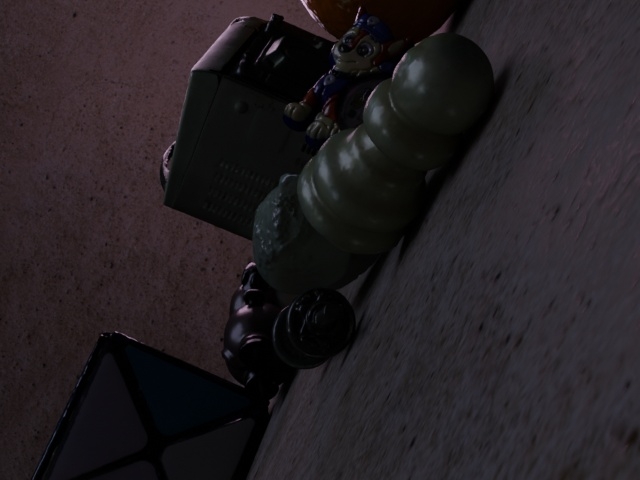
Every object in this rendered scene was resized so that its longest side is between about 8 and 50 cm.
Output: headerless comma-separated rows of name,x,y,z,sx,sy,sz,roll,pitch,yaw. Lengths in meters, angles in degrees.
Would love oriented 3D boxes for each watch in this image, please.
watch,0.063,-0.135,1.269,0.196,0.171,0.200,-54,-11,-15

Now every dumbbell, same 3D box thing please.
dumbbell,-0.010,0.101,1.185,0.254,0.081,0.082,127,167,-73

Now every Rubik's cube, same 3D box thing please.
Rubik's cube,-0.289,0.360,1.647,0.310,0.305,0.307,-67,5,-30

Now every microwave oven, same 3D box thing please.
microwave oven,-0.048,-0.179,1.614,0.394,0.333,0.247,-76,8,-66

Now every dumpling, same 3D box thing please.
dumpling,-0.011,0.008,1.197,0.108,0.152,0.219,-55,-15,-32

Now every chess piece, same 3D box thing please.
chess piece,0.081,-0.104,1.019,0.243,0.133,0.133,-54,10,46

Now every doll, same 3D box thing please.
doll,-0.093,0.147,1.635,0.257,0.117,0.182,-78,-15,-71

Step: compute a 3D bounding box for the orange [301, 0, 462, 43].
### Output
orange,0.112,-0.517,1.645,0.424,0.326,0.424,-62,6,12
